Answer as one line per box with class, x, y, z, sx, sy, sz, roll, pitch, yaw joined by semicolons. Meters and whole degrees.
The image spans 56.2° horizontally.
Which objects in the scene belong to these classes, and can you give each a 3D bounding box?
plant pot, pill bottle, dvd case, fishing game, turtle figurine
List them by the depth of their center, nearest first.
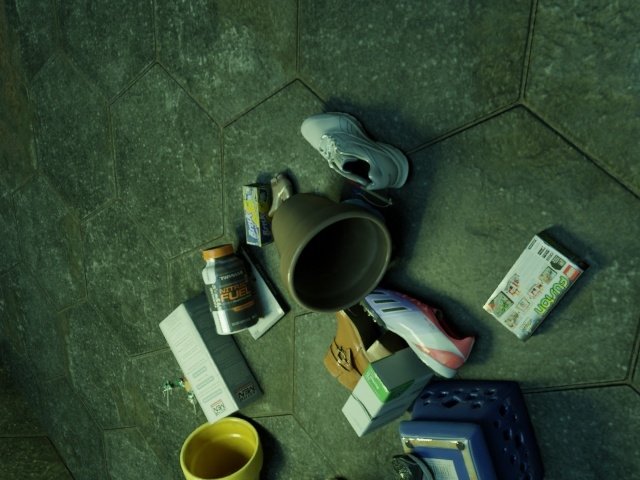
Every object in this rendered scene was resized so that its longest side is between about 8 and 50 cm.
plant pot;0.315;0.457;1.310;0.236;0.212;0.236;-13;96;43
plant pot;0.000;0.000;1.390;0.229;0.263;0.263;47;133;49
fishing game;0.105;-0.016;1.456;0.189;0.041;0.264;32;131;30
pill bottle;-0.268;0.136;1.727;0.130;0.130;0.246;-9;98;42
dvd case;-0.207;0.157;1.790;0.239;0.029;0.179;56;131;12
plant pot;-0.298;0.746;1.937;0.254;0.254;0.239;17;131;36
turtle figurine;-0.458;0.477;2.057;0.175;0.118;0.234;-17;79;34

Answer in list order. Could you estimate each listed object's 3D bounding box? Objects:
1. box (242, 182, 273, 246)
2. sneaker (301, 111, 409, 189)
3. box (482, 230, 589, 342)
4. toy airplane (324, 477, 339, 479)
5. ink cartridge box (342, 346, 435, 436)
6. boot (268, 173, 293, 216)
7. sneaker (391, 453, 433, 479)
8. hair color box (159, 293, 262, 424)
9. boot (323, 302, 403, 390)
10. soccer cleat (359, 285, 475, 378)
box;-0.173;-0.072;1.668;0.059;0.054;0.169;11;112;39
sneaker;0.060;-0.209;1.369;0.297;0.129;0.111;34;126;30
box;0.428;0.096;1.210;0.114;0.036;0.207;42;127;23
toy airplane;0.018;0.820;1.692;0.386;0.273;0.384;29;142;-12
ink cartridge box;0.159;0.362;1.435;0.087;0.153;0.208;52;138;30
boot;-0.114;-0.124;1.614;0.118;0.042;0.087;-30;78;42
sneaker;0.198;0.529;1.238;0.072;0.077;0.178;-42;75;40
hair color box;-0.359;0.383;1.941;0.185;0.113;0.375;-38;77;42
boot;0.067;0.241;1.544;0.283;0.109;0.220;46;133;11
soccer cleat;0.212;0.177;1.396;0.318;0.108;0.116;41;106;27
